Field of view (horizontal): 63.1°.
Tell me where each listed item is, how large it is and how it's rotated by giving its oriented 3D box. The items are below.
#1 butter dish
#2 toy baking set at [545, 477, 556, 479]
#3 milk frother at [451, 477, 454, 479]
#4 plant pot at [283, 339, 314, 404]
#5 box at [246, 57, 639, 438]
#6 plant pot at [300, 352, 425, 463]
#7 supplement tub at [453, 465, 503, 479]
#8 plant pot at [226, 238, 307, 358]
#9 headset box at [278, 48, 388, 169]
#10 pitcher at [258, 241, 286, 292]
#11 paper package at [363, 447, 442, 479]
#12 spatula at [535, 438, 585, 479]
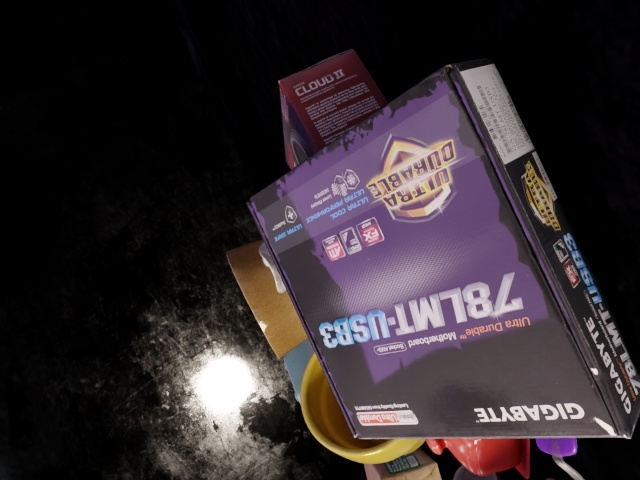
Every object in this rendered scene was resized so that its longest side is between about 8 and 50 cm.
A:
[{"bbox_3d":[0.198,0.251,0.714,0.160,0.118,0.160,53,167,50],"label":"butter dish"},{"bbox_3d":[0.328,0.366,0.583,0.256,0.030,0.197,67,168,-18],"label":"toy baking set"},{"bbox_3d":[0.316,0.567,1.045,0.143,0.129,0.134,-62,-35,-43],"label":"milk frother"},{"bbox_3d":[0.051,0.344,1.346,0.248,0.252,0.247,-120,8,-52],"label":"plant pot"},{"bbox_3d":[0.085,0.038,0.486,0.295,0.073,0.293,-24,90,49],"label":"box"},{"bbox_3d":[0.119,0.331,1.063,0.254,0.254,0.239,57,-177,41],"label":"plant pot"},{"bbox_3d":[0.280,0.468,0.883,0.106,0.106,0.198,48,162,61],"label":"supplement tub"},{"bbox_3d":[-0.023,0.073,1.051,0.237,0.254,0.237,62,173,14],"label":"plant pot"},{"bbox_3d":[0.045,-0.083,0.696,0.293,0.110,0.218,62,170,15],"label":"headset box"},{"bbox_3d":[0.000,0.000,0.880,0.125,0.207,0.178,66,172,-11],"label":"pitcher"},{"bbox_3d":[0.253,0.763,1.533,0.325,0.168,0.309,148,107,-82],"label":"paper package"},{"bbox_3d":[0.263,0.259,0.497,0.084,0.030,0.296,100,153,-70],"label":"spatula"}]
